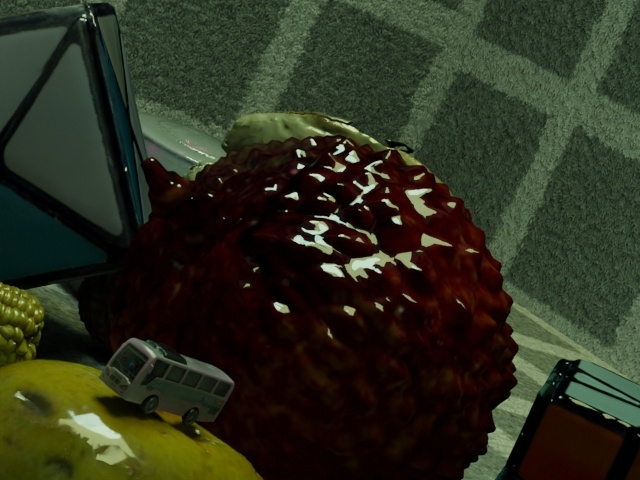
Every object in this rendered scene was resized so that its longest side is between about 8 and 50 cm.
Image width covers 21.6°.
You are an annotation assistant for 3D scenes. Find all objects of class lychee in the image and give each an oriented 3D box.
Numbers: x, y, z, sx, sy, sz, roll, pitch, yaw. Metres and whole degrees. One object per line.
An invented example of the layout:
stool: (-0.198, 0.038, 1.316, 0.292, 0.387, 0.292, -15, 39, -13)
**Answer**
lychee: (-0.024, 0.082, 1.730, 0.500, 0.424, 0.424, 39, 1, -31)

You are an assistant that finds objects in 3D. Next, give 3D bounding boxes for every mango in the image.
mango: (-0.160, 0.224, 1.377, 0.365, 0.182, 0.253, 32, 0, -41)

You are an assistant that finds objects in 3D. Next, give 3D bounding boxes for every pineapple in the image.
pineapple: (-0.150, 0.130, 2.043, 0.310, 0.141, 0.170, 35, -6, 25)

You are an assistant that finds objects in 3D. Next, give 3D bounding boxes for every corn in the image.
corn: (-0.432, 0.063, 1.750, 0.313, 0.102, 0.102, 19, 11, -33)

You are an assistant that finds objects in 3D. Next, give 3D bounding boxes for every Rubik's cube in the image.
Rubik's cube: (0.316, 0.312, 1.774, 0.293, 0.283, 0.288, 28, 10, 8)
Rubik's cube: (-0.359, -0.106, 1.955, 0.305, 0.310, 0.307, -9, 10, -3)

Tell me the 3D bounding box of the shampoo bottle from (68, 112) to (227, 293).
shampoo bottle: (-0.209, -0.023, 2.328, 0.273, 0.266, 0.273, 26, 9, -5)

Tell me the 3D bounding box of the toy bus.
toy bus: (-0.119, 0.112, 1.327, 0.037, 0.052, 0.131, 36, 4, 32)

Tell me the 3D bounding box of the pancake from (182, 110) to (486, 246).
pancake: (0.001, -0.001, 1.993, 0.382, 0.382, 0.071, 25, 46, -4)
